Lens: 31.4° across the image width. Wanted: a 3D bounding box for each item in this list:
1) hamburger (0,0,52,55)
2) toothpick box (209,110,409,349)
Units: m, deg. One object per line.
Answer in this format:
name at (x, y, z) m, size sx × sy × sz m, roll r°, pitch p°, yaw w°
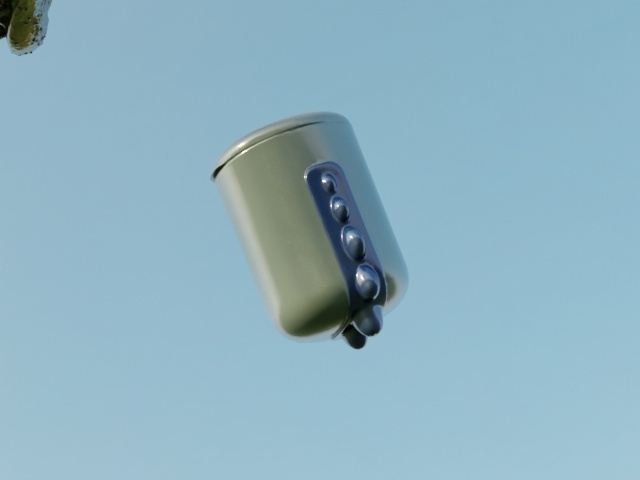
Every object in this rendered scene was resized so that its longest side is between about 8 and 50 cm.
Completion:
hamburger at (-0.385, -0.325, 1.411) m, size 0.113 × 0.177 × 0.185 m, roll 14°, pitch -67°, yaw -7°
toothpick box at (0.000, 0.000, 1.750) m, size 0.263 × 0.354 × 0.263 m, roll -20°, pitch -13°, yaw -5°
